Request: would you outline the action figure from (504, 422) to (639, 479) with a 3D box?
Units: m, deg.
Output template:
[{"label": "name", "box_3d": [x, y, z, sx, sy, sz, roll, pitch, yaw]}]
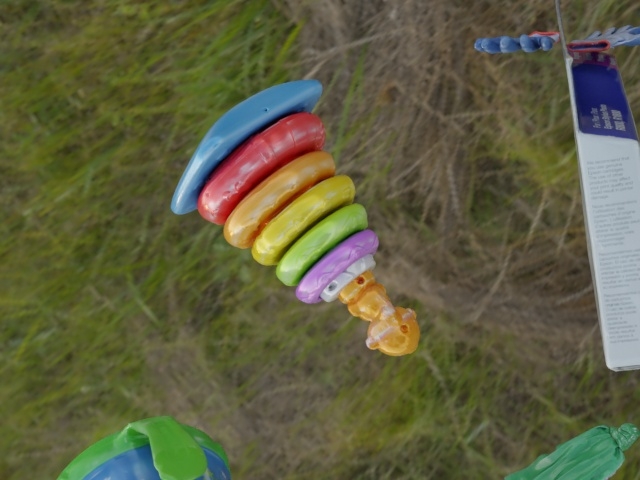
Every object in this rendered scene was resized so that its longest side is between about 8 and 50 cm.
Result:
[{"label": "action figure", "box_3d": [0.377, 0.342, 1.929, 0.063, 0.137, 0.232, 23, 124, -36]}]

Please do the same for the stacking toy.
[{"label": "stacking toy", "box_3d": [0.000, 0.000, 1.370, 0.302, 0.175, 0.166, 50, 149, 10]}]

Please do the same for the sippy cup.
[{"label": "sippy cup", "box_3d": [-0.178, 0.368, 1.521, 0.224, 0.240, 0.305, 51, 177, 47]}]

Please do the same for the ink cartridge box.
[{"label": "ink cartridge box", "box_3d": [0.306, -0.081, 1.398, 0.071, 0.324, 0.330, -6, 112, 11]}]

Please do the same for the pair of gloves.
[{"label": "pair of gloves", "box_3d": [0.281, -0.228, 1.487, 0.198, 0.159, 0.023, 2, 103, 29]}]
